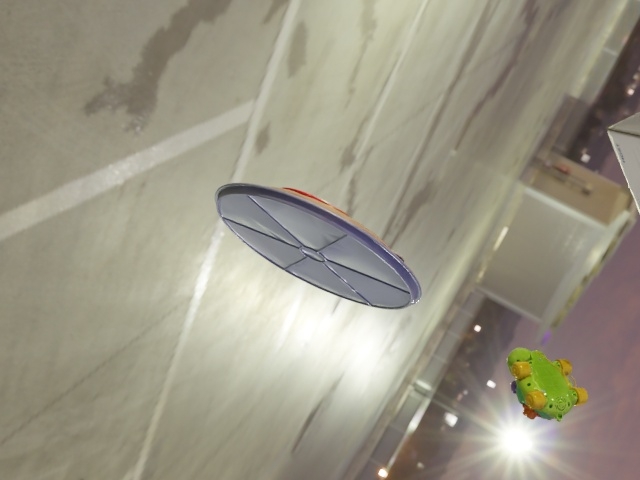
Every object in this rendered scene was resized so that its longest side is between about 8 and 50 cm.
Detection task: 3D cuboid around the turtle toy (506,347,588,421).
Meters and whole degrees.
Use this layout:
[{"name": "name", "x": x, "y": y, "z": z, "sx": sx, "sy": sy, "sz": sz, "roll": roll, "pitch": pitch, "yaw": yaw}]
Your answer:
[{"name": "turtle toy", "x": 0.304, "y": 0.199, "z": 1.248, "sx": 0.066, "sy": 0.095, "sz": 0.130, "roll": 111, "pitch": -30, "yaw": -41}]

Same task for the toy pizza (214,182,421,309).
[{"name": "toy pizza", "x": 0.000, "y": 0.000, "z": 0.788, "sx": 0.032, "sy": 0.201, "sz": 0.201, "roll": -62, "pitch": 170, "yaw": -18}]

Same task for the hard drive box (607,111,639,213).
[{"name": "hard drive box", "x": 0.499, "y": -0.078, "z": 1.194, "sx": 0.089, "sy": 0.181, "sz": 0.232, "roll": -28, "pitch": -164, "yaw": -2}]
